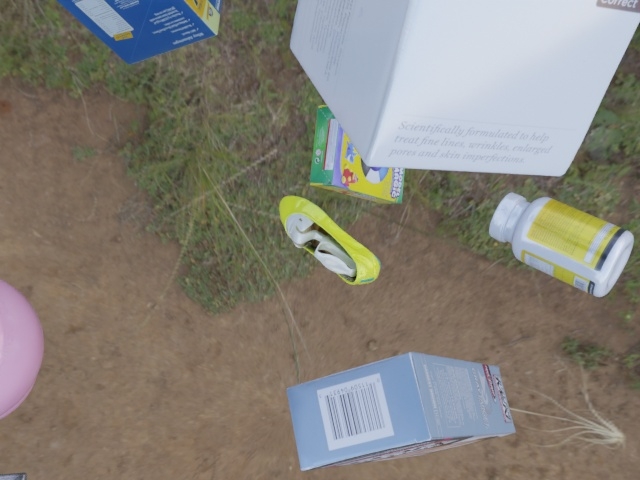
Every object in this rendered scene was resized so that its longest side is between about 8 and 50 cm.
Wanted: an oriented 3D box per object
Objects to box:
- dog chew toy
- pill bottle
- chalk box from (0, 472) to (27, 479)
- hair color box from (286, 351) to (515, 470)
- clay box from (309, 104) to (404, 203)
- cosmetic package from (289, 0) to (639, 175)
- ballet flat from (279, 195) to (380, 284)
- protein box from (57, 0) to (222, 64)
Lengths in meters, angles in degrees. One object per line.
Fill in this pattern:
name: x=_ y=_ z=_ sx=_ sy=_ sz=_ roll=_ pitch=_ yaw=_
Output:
dog chew toy: x=-0.487 y=0.168 z=1.024 sx=0.207 sy=0.332 sz=0.206 roll=6 pitch=68 yaw=-14
pill bottle: x=0.344 y=-0.001 z=1.070 sx=0.184 sy=0.103 sz=0.103 roll=29 pitch=76 yaw=28
chalk box: x=-0.605 y=0.469 z=1.220 sx=0.213 sy=0.132 sz=0.132 roll=4 pitch=59 yaw=-25
hair color box: x=0.132 y=0.248 z=1.065 sx=0.186 sy=0.374 sz=0.113 roll=-21 pitch=70 yaw=25
clay box: x=0.077 y=-0.134 z=1.211 sx=0.053 sy=0.222 sz=0.127 roll=4 pitch=87 yaw=41
cosmetic package: x=0.085 y=-0.154 z=0.492 sx=0.151 sy=0.151 sz=0.183 roll=0 pitch=37 yaw=-21
ballet flat: x=0.000 y=0.000 z=1.265 sx=0.231 sy=0.077 sz=0.077 roll=37 pitch=38 yaw=21
protein box: x=-0.304 y=-0.432 z=1.249 sx=0.200 sy=0.201 sz=0.135 roll=-11 pitch=61 yaw=26
